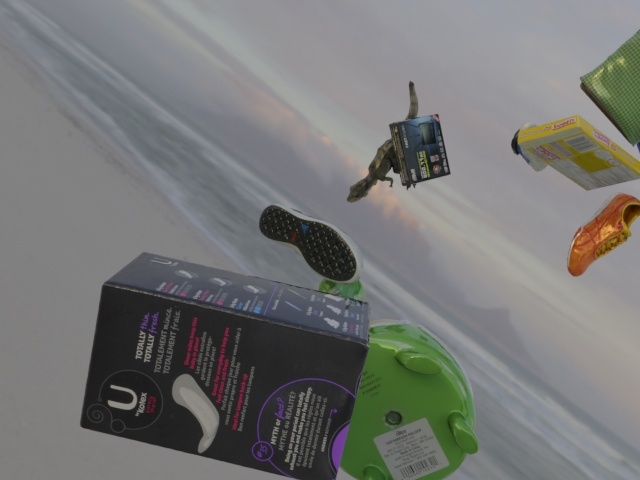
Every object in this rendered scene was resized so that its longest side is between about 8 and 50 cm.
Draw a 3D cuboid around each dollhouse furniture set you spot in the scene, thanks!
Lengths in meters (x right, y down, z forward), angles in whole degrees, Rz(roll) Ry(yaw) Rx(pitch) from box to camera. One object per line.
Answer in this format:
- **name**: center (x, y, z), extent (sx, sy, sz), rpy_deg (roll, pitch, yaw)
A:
- **dollhouse furniture set**: center (0.614, -0.219, 1.369), extent (0.301, 0.197, 0.151), rpy_deg (45, 13, -7)

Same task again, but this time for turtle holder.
- **turtle holder**: center (0.087, 0.223, 1.273), extent (0.320, 0.243, 0.227), rpy_deg (33, 15, -3)

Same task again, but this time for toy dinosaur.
- **toy dinosaur**: center (0.157, -0.175, 1.659), extent (0.118, 0.268, 0.064), rpy_deg (26, 5, -41)

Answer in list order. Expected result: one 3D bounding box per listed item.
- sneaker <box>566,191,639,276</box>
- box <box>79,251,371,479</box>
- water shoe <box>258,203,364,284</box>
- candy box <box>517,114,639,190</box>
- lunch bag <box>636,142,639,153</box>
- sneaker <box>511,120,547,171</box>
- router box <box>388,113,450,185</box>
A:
- **sneaker**: center (0.479, -0.009, 1.386), extent (0.067, 0.175, 0.064), rpy_deg (33, -8, 48)
- **box**: center (-0.094, 0.130, 0.878), extent (0.270, 0.165, 0.143), rpy_deg (13, 13, 1)
- **water shoe**: center (0.000, 0.000, 1.209), extent (0.203, 0.073, 0.080), rpy_deg (33, 13, 35)
- **candy box**: center (0.410, -0.133, 1.285), extent (0.206, 0.027, 0.105), rpy_deg (24, -23, -38)
- **lunch bag**: center (0.887, -0.366, 2.003), extent (0.239, 0.328, 0.385), rpy_deg (-5, -57, 45)
- **sneaker**: center (0.432, -0.214, 1.739), extent (0.152, 0.058, 0.084), rpy_deg (44, 8, -51)
- **router box**: center (0.188, -0.172, 1.556), extent (0.038, 0.092, 0.122), rpy_deg (0, -76, 67)
